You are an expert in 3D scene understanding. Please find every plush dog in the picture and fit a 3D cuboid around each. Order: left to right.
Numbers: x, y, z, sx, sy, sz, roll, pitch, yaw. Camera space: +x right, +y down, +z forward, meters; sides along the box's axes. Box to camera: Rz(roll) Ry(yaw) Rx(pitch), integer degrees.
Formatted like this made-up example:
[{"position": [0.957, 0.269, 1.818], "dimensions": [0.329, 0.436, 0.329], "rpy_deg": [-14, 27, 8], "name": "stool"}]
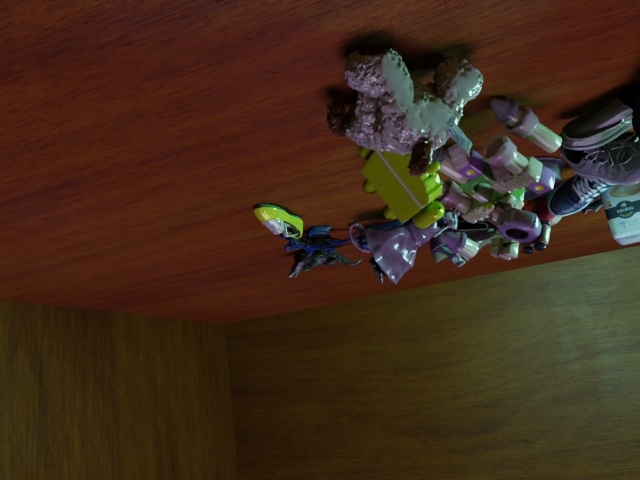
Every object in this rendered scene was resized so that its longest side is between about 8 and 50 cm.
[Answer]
[{"position": [0.138, -0.223, 0.949], "dimensions": [0.262, 0.211, 0.225], "rpy_deg": [-3, -173, -21], "name": "plush dog"}]

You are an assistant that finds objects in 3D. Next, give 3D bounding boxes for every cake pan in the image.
[{"position": [0.602, -0.172, 1.585], "dimensions": [0.293, 0.054, 0.293], "rpy_deg": [-8, 165, -2], "name": "cake pan"}]

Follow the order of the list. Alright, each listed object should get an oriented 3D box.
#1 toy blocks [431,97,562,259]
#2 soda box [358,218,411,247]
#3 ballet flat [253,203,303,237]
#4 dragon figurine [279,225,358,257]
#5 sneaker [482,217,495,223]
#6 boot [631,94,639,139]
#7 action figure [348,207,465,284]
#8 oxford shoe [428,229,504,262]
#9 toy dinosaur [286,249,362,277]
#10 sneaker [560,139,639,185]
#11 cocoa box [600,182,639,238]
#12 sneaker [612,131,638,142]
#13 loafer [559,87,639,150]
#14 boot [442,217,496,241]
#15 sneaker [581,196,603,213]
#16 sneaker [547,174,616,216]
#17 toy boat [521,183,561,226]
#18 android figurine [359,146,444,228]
[{"position": [0.328, -0.138, 1.140], "dimensions": [0.260, 0.309, 0.288], "rpy_deg": [28, 155, -18], "name": "toy blocks"}, {"position": [0.250, -0.025, 1.900], "dimensions": [0.210, 0.071, 0.067], "rpy_deg": [-9, 165, 4], "name": "soda box"}, {"position": [-0.122, -0.052, 1.593], "dimensions": [0.077, 0.077, 0.231], "rpy_deg": [-15, 163, 26], "name": "ballet flat"}, {"position": [0.000, 0.000, 1.833], "dimensions": [0.289, 0.085, 0.144], "rpy_deg": [-6, 165, -2], "name": "dragon figurine"}, {"position": [0.605, -0.109, 1.836], "dimensions": [0.071, 0.066, 0.188], "rpy_deg": [-41, 153, 29], "name": "sneaker"}, {"position": [0.769, -0.328, 0.949], "dimensions": [0.260, 0.131, 0.348], "rpy_deg": [-15, 157, 3], "name": "boot"}, {"position": [0.322, -0.012, 1.767], "dimensions": [0.370, 0.248, 0.276], "rpy_deg": [-31, -159, -5], "name": "action figure"}, {"position": [0.630, 0.029, 2.189], "dimensions": [0.348, 0.130, 0.123], "rpy_deg": [-7, 165, -5], "name": "oxford shoe"}, {"position": [0.007, 0.068, 2.095], "dimensions": [0.313, 0.121, 0.160], "rpy_deg": [-12, 177, -3], "name": "toy dinosaur"}, {"position": [0.726, -0.206, 1.306], "dimensions": [0.115, 0.105, 0.281], "rpy_deg": [23, 177, -15], "name": "sneaker"}, {"position": [1.080, -0.145, 1.598], "dimensions": [0.347, 0.228, 0.231], "rpy_deg": [-18, 163, 34], "name": "cocoa box"}, {"position": [0.811, -0.259, 1.403], "dimensions": [0.109, 0.040, 0.043], "rpy_deg": [-19, 164, 38], "name": "sneaker"}, {"position": [0.659, -0.290, 1.151], "dimensions": [0.251, 0.094, 0.087], "rpy_deg": [-25, 135, 23], "name": "loafer"}, {"position": [0.576, -0.040, 1.911], "dimensions": [0.248, 0.090, 0.207], "rpy_deg": [3, 180, -9], "name": "boot"}, {"position": [1.056, -0.133, 1.962], "dimensions": [0.119, 0.057, 0.047], "rpy_deg": [-18, 160, 27], "name": "sneaker"}, {"position": [0.794, -0.167, 1.484], "dimensions": [0.282, 0.099, 0.153], "rpy_deg": [-35, 172, 18], "name": "sneaker"}, {"position": [0.711, -0.117, 1.744], "dimensions": [0.151, 0.151, 0.231], "rpy_deg": [25, 159, -5], "name": "toy boat"}, {"position": [0.180, -0.139, 1.152], "dimensions": [0.056, 0.248, 0.273], "rpy_deg": [-35, 173, -20], "name": "android figurine"}]
